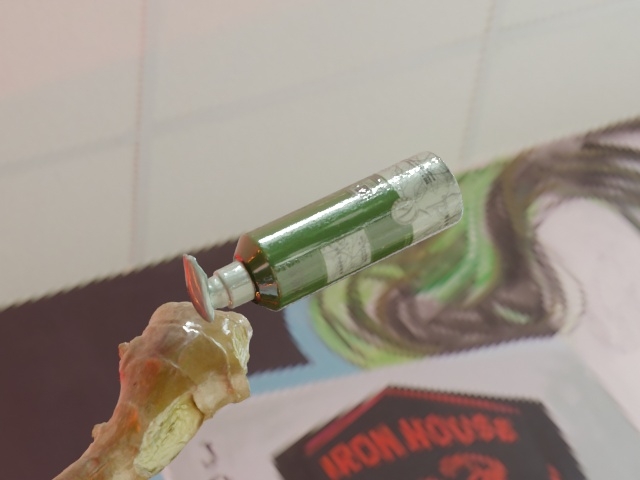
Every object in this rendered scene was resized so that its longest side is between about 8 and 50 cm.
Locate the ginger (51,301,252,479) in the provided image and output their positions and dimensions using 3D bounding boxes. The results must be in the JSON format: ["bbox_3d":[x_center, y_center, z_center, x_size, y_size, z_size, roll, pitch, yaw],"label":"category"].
[{"bbox_3d":[-0.174,0.166,1.519,0.294,0.131,0.086,-45,-24,-17],"label":"ginger"}]

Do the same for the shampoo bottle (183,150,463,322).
[{"bbox_3d":[0.000,0.000,1.167,0.204,0.065,0.065,-25,-41,-19],"label":"shampoo bottle"}]
